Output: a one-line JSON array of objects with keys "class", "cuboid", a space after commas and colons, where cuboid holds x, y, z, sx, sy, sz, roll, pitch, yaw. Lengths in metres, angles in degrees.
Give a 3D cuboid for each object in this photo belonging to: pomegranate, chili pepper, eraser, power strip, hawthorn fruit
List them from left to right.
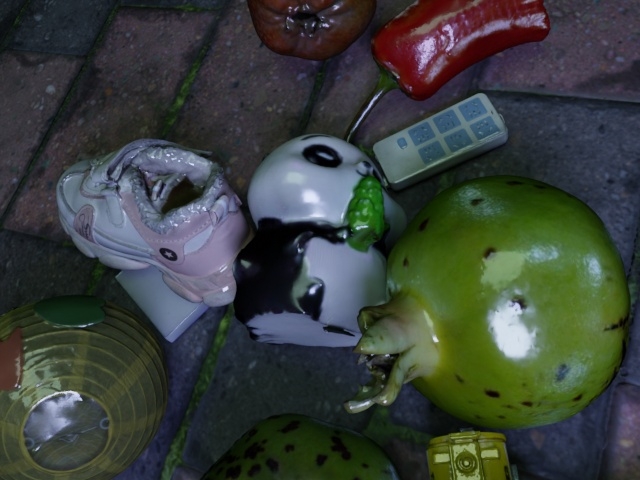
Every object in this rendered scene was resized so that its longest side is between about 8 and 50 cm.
[{"class": "eraser", "cuboid": [-0.227, 0.065, 0.930, 0.104, 0.023, 0.150, -45, 60, -7]}, {"class": "pomegranate", "cuboid": [-0.016, 0.297, 0.614, 0.255, 0.270, 0.254, 0, 68, -1]}, {"class": "hawthorn fruit", "cuboid": [-0.017, -0.415, 0.981, 0.211, 0.210, 0.262, -12, 55, 14]}, {"class": "chili pepper", "cuboid": [0.145, -0.276, 0.900, 0.339, 0.131, 0.134, -27, 51, 8]}, {"class": "power strip", "cuboid": [0.167, -0.138, 0.882, 0.192, 0.035, 0.081, -24, 61, 6]}, {"class": "pomegranate", "cuboid": [0.164, 0.074, 0.632, 0.341, 0.260, 0.260, -23, 55, -30]}]

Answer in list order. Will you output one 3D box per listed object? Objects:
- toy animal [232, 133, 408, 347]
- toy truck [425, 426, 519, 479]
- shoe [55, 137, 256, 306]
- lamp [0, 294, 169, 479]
[{"class": "toy animal", "cuboid": [0.005, -0.003, 0.779, 0.213, 0.212, 0.266, 3, 74, 21]}, {"class": "toy truck", "cuboid": [0.162, 0.311, 0.630, 0.098, 0.114, 0.226, -10, 64, 14]}, {"class": "shoe", "cuboid": [-0.236, -0.062, 0.875, 0.351, 0.198, 0.171, 21, 56, 19]}, {"class": "lamp", "cuboid": [-0.322, 0.180, 0.804, 0.250, 0.250, 0.284, -45, 21, -5]}]
